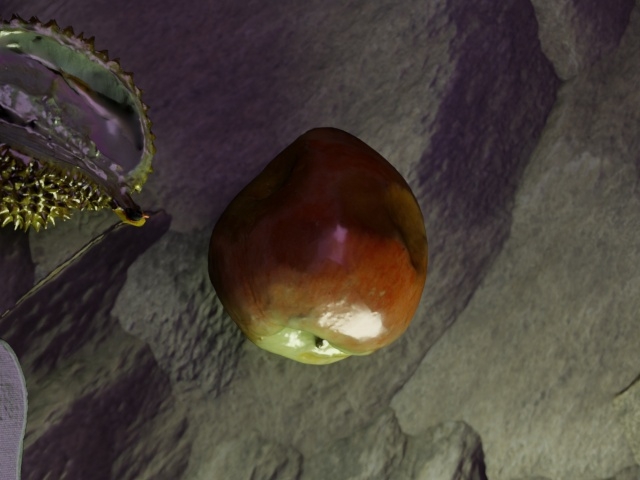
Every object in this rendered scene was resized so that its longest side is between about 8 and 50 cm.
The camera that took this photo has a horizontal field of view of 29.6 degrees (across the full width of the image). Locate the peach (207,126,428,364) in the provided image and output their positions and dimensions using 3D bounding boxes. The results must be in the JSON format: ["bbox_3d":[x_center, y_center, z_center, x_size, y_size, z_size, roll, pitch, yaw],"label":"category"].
[{"bbox_3d":[0.000,0.000,1.184,0.214,0.214,0.235,20,56,-15],"label":"peach"}]

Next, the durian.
[{"bbox_3d":[-0.261,-0.087,1.136,0.237,0.138,0.193,48,57,-1],"label":"durian"}]

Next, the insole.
[{"bbox_3d":[-0.303,0.201,1.102,0.080,0.003,0.231,-1,74,-22],"label":"insole"}]
